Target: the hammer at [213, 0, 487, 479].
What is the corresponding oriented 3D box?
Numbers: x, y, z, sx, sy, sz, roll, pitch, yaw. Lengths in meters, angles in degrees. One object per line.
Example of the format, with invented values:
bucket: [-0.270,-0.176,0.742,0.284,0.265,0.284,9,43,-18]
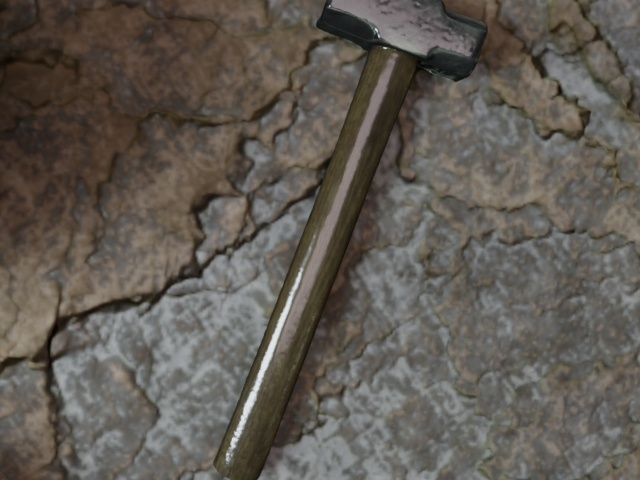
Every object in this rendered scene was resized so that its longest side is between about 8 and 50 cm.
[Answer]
hammer: [0.000,0.000,0.429,0.111,0.043,0.365,20,93,-7]
